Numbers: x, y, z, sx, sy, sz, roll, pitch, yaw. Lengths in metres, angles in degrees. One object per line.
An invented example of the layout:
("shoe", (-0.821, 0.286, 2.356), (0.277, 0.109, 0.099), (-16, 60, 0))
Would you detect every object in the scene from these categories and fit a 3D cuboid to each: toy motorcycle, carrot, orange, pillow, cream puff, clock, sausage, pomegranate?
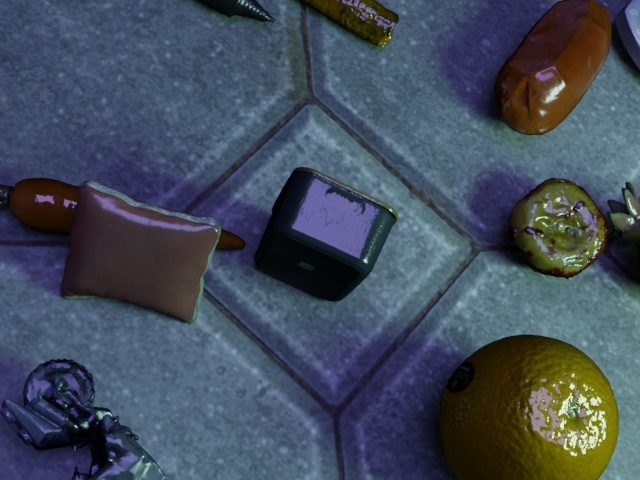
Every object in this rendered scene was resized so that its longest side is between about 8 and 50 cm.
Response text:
("toy motorcycle", (-0.268, 0.271, 1.130), (0.270, 0.106, 0.159), (48, 60, 1))
("carrot", (0.000, -0.375, 1.464), (0.260, 0.070, 0.070), (32, 65, -2))
("orange", (0.255, 0.226, 1.218), (0.236, 0.236, 0.236), (5, 69, -13))
("pillow", (-0.224, 0.016, 1.220), (0.179, 0.171, 0.075), (15, 32, -8))
("cream puff", (0.334, -0.014, 1.408), (0.149, 0.084, 0.149), (3, 72, -9))
("carrot", (-0.257, -0.027, 1.267), (0.336, 0.069, 0.069), (12, 67, -14))
("clock", (0.556, -0.331, 1.596), (0.172, 0.064, 0.198), (17, 66, -8))
("sausage", (0.354, -0.263, 1.483), (0.133, 0.133, 0.258), (37, 65, 1))
("pomegranate", (0.493, 0.004, 1.412), (0.191, 0.152, 0.131), (34, 95, 3))

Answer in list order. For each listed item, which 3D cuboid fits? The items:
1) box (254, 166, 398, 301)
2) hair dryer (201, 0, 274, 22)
("box", (0.000, 0.000, 1.251), (0.144, 0.201, 0.090), (25, 69, -6))
("hair dryer", (-0.227, -0.389, 1.399), (0.352, 0.107, 0.189), (30, 68, -9))
